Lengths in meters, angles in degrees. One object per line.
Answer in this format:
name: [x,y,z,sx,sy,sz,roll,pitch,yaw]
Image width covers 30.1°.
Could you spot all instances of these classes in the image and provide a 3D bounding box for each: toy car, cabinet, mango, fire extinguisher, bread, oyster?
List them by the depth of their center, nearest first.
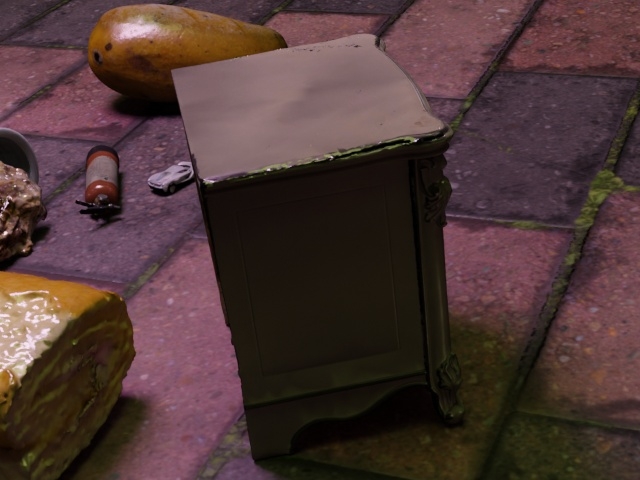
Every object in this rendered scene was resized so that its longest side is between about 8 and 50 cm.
cabinet: [0.000,0.000,1.199,0.227,0.318,0.290,-12,29,-7]
bread: [-0.401,0.118,1.216,0.375,0.165,0.236,6,34,18]
oyster: [-0.412,-0.026,1.560,0.053,0.108,0.166,-19,47,40]
fire extinguisher: [-0.310,-0.078,1.670,0.062,0.050,0.177,8,26,-13]
toy car: [-0.204,-0.095,1.704,0.041,0.025,0.093,19,38,36]
mango: [-0.214,-0.301,1.954,0.329,0.175,0.176,8,50,-11]

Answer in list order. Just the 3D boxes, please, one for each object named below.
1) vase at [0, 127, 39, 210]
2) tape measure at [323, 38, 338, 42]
vase: [-0.554,-0.105,1.693,0.299,0.143,0.143,11,33,35]
tape measure: [-0.004,-0.193,1.702,0.104,0.180,0.107,-5,23,-33]
